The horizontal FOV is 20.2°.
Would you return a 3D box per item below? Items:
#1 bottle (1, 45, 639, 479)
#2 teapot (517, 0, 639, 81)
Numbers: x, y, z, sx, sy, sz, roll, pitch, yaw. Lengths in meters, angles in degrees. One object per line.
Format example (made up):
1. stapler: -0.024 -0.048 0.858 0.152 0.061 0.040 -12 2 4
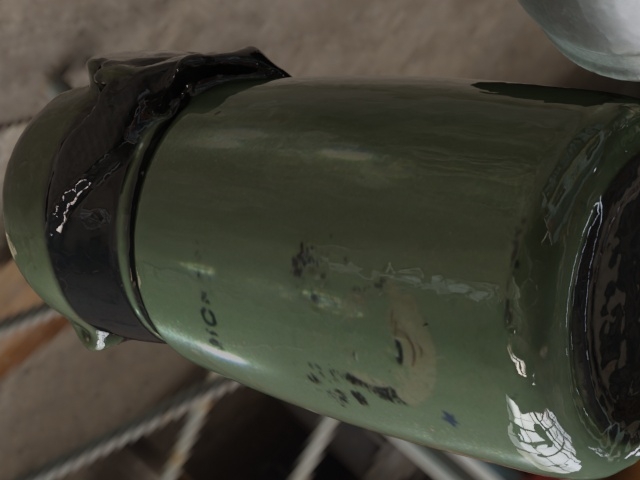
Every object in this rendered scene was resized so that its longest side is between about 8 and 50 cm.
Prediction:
1. bottle: -0.001 -0.002 0.848 0.168 0.347 0.168 -19 114 -51
2. teapot: 0.208 -0.280 1.044 0.321 0.239 0.239 -53 134 -7
